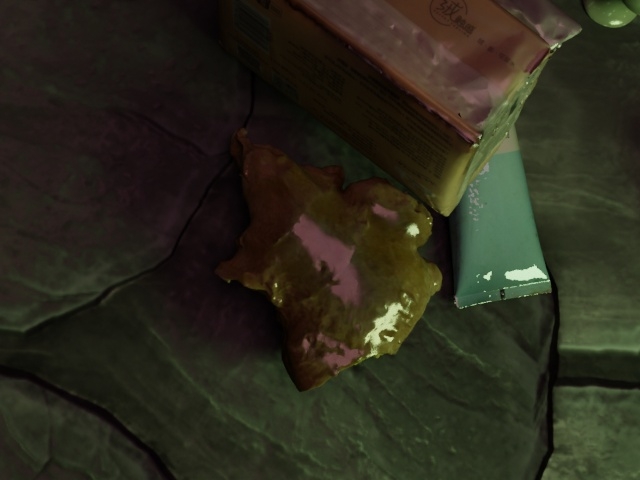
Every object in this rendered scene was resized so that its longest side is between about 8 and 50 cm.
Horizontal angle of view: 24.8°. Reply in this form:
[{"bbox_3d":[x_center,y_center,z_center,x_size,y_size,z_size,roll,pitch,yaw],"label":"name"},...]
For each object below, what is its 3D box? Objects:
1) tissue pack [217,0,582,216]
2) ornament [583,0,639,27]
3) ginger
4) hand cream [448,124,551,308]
[{"bbox_3d":[0.077,-0.216,1.416,0.305,0.238,0.238,38,76,9],"label":"tissue pack"},{"bbox_3d":[0.340,-0.273,1.543,0.075,0.156,0.081,-16,87,-13],"label":"ornament"},{"bbox_3d":[0.000,0.000,1.447,0.219,0.123,0.270,-28,96,-11],"label":"ginger"},{"bbox_3d":[0.173,-0.090,1.542,0.111,0.070,0.312,-8,93,-15],"label":"hand cream"}]
